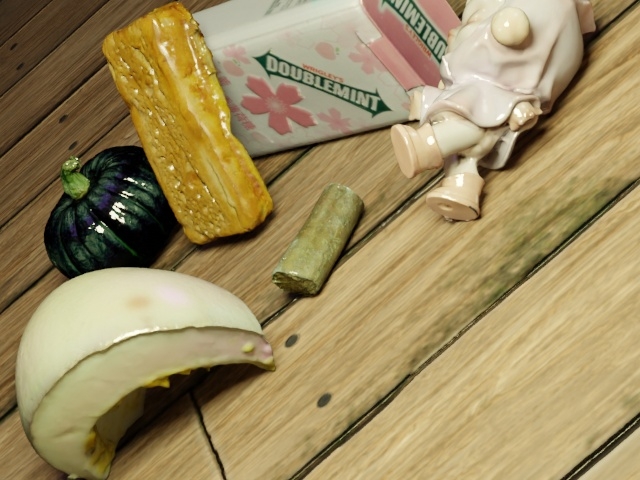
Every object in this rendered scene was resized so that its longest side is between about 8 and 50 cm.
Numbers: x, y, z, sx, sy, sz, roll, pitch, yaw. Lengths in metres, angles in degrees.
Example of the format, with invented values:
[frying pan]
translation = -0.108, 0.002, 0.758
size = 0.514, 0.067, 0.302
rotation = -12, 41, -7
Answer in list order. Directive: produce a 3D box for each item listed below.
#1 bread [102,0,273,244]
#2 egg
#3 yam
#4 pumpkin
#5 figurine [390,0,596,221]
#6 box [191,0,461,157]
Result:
[bread]
translation = -0.145, -0.132, 1.800
size = 0.139, 0.271, 0.077
rotation = -18, 9, 47
[egg]
translation = -0.203, 0.103, 1.599
size = 0.271, 0.206, 0.162
rotation = -41, 49, 22
[yam]
translation = 0.000, 0.000, 1.655
size = 0.054, 0.054, 0.132
rotation = -9, 42, 47
[pumpkin]
translation = -0.255, -0.029, 1.936
size = 0.194, 0.150, 0.194
rotation = -58, -3, -5
[figurine]
translation = 0.170, -0.154, 1.566
size = 0.276, 0.133, 0.200
rotation = -59, 2, -20
[box]
translation = -0.015, -0.205, 1.814
size = 0.369, 0.190, 0.112
rotation = -7, 43, 46
